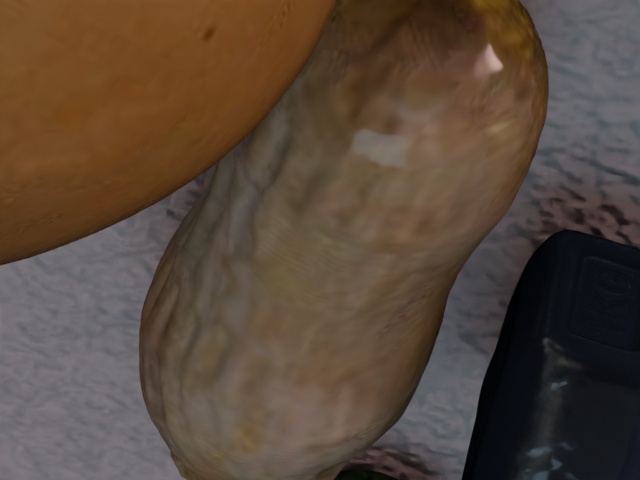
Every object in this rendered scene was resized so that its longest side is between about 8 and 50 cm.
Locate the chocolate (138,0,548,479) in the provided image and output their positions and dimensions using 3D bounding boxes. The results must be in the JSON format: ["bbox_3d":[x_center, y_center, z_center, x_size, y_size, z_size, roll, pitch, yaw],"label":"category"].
[{"bbox_3d":[0.000,0.000,0.792,0.134,0.134,0.309,13,134,-8],"label":"chocolate"}]

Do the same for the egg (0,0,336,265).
[{"bbox_3d":[-0.161,-0.140,0.531,0.301,0.301,0.374,-32,134,32],"label":"egg"}]

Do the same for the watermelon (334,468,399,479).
[{"bbox_3d":[0.023,0.159,1.000,0.105,0.062,0.105,8,137,8],"label":"watermelon"}]

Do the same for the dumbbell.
[{"bbox_3d":[0.224,0.109,0.826,0.316,0.143,0.156,17,101,3],"label":"dumbbell"}]
